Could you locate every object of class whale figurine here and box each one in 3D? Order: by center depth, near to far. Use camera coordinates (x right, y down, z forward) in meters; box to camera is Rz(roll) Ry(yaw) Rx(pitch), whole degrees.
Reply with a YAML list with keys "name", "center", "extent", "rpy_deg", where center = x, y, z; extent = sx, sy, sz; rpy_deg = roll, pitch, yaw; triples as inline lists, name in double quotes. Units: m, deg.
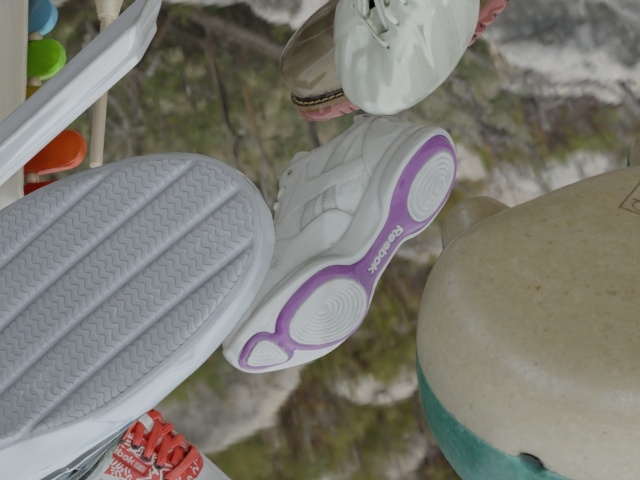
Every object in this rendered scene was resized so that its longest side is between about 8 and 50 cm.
- name: "whale figurine"
  center: [0.158, 0.043, 0.719]
  extent: [0.216, 0.272, 0.141]
  rpy_deg: [20, 130, 22]

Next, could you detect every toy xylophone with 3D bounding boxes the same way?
- name: "toy xylophone"
  center: [-0.290, -0.125, 1.365]
  extent: [0.236, 0.322, 0.081]
  rpy_deg: [-1, 161, 19]

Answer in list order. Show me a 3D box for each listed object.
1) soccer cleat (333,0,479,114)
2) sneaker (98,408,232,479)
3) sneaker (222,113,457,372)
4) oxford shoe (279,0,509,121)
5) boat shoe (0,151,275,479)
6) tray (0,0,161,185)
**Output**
- name: "soccer cleat"
  center: [0.046, -0.126, 0.602]
  extent: [0.076, 0.068, 0.196]
  rpy_deg: [-40, 166, -48]
- name: "sneaker"
  center: [-0.173, 0.164, 1.251]
  extent: [0.270, 0.090, 0.145]
  rpy_deg: [24, 128, 17]
- name: "sneaker"
  center: [0.000, 0.000, 1.394]
  extent: [0.305, 0.152, 0.114]
  rpy_deg: [-49, 138, -16]
- name: "oxford shoe"
  center: [0.078, -0.207, 0.826]
  extent: [0.130, 0.123, 0.348]
  rpy_deg: [37, 121, -21]
- name: "boat shoe"
  center: [-0.154, 0.079, 0.726]
  extent: [0.335, 0.121, 0.119]
  rpy_deg: [-37, 160, 9]
- name: "tray"
  center: [-0.227, -0.104, 1.181]
  extent: [0.270, 0.145, 0.030]
  rpy_deg: [-38, 108, 18]
